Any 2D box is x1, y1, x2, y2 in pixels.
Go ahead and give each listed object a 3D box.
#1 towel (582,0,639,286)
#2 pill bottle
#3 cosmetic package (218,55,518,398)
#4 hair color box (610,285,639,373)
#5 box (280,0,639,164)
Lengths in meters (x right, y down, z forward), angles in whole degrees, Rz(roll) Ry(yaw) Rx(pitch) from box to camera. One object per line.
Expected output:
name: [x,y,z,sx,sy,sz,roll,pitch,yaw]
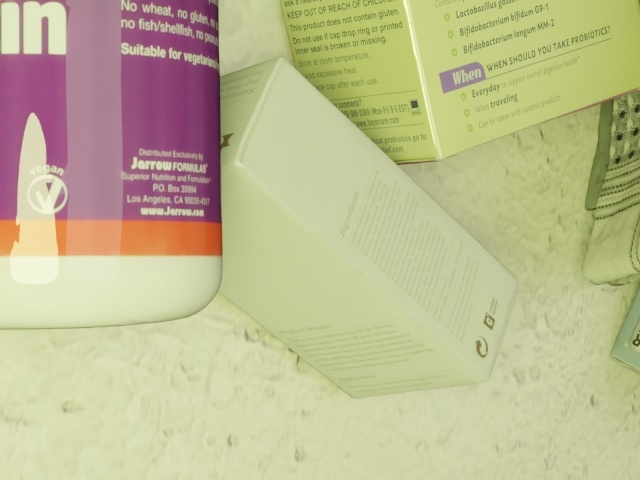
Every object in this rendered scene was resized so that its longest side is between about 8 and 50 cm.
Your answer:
towel: [0.251,-0.134,1.101,0.056,0.324,0.312,10,78,-11]
pill bottle: [-0.141,-0.119,0.834,0.181,0.181,0.323,-1,89,-40]
cosmetic package: [0.000,0.000,0.989,0.231,0.117,0.086,43,53,-33]
hair color box: [0.382,-0.044,1.242,0.185,0.113,0.375,20,95,-33]
box: [0.084,-0.189,1.069,0.213,0.117,0.243,-21,104,-38]
